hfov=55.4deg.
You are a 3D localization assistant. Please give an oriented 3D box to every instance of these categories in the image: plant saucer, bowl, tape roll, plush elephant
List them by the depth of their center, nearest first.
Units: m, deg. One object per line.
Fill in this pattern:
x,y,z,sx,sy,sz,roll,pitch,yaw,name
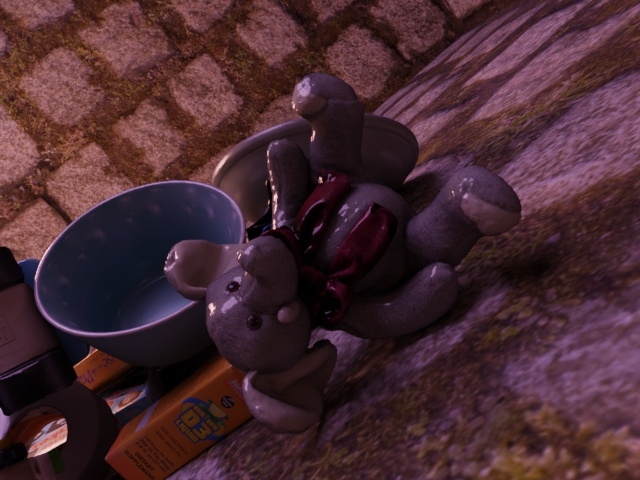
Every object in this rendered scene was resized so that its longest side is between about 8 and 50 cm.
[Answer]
-0.017,0.031,0.635,0.255,0.272,0.330,-32,-26,-36,plush elephant
-0.244,0.067,0.928,0.311,0.163,0.311,-8,43,8,bowl
-0.453,0.340,1.009,0.219,0.219,0.072,-44,-31,-16,tape roll
0.000,-0.094,1.155,0.400,0.101,0.400,-10,-20,-4,plant saucer

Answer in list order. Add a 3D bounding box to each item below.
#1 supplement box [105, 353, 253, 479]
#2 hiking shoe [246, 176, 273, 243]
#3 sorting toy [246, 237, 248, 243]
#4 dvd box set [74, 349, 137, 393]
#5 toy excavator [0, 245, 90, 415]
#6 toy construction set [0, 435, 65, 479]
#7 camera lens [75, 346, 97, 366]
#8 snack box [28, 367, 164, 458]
-0.173,0.235,0.813,0.233,0.078,0.080,-39,11,13,supplement box
-0.079,0.035,0.958,0.113,0.132,0.304,-15,49,46,hiking shoe
-0.165,0.004,1.676,0.307,0.041,0.229,-31,-2,8,sorting toy
-0.315,0.195,1.249,0.420,0.062,0.307,-35,-9,23,dvd box set
-0.483,0.139,1.019,0.433,0.222,0.445,-29,3,-17,toy excavator
-0.439,0.412,0.803,0.237,0.257,0.309,-25,-28,-50,toy construction set
-0.500,0.180,1.460,0.219,0.219,0.274,-34,-9,32,camera lens
-0.450,0.361,1.140,0.322,0.060,0.187,-29,12,-7,snack box
